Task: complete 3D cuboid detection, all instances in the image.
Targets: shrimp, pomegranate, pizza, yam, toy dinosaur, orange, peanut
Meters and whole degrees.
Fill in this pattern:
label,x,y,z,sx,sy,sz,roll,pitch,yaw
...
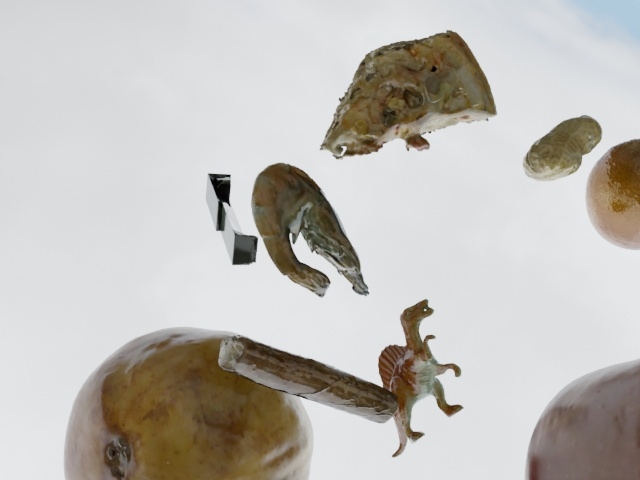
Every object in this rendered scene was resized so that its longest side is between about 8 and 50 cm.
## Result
label,x,y,z,sx,sy,sz,roll,pitch,yaw
shrimp,-0.008,0.008,0.997,0.254,0.059,0.145,59,-139,-21
pomegranate,-0.187,0.316,1.156,0.410,0.410,0.410,20,-145,-15
pizza,0.128,-0.232,1.197,0.071,0.297,0.189,-20,-87,-82
yam,-0.013,0.174,0.901,0.241,0.056,0.056,24,-146,-19
toy dinosaur,0.110,0.192,0.969,0.057,0.212,0.142,-8,-124,-50
orange,0.577,-0.080,1.313,0.206,0.206,0.206,20,-145,-15
peanut,0.398,-0.148,1.184,0.174,0.080,0.080,-36,-113,-26

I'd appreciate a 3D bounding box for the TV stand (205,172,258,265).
label,x,y,z,sx,sy,sz,roll,pitch,yaw
TV stand,-0.137,-0.038,1.094,0.040,0.048,0.256,1,-157,-17

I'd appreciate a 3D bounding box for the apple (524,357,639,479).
label,x,y,z,sx,sy,sz,roll,pitch,yaw
apple,0.309,0.223,0.542,0.288,0.288,0.316,21,-141,-12
